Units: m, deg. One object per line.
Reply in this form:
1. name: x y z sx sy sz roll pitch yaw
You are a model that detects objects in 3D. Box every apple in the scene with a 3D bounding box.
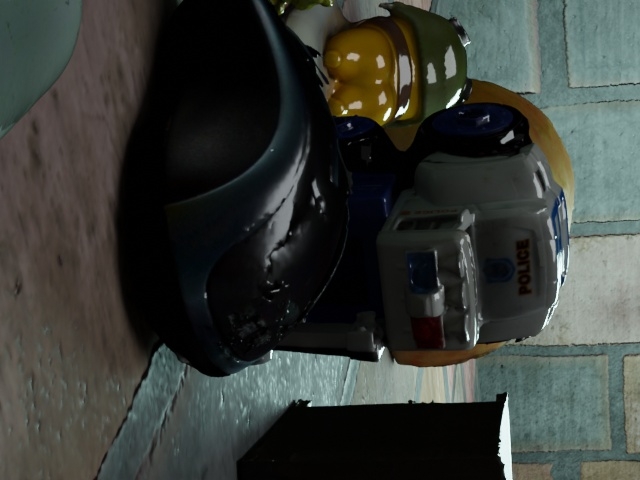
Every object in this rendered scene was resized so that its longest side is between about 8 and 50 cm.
1. apple: 0.166 -0.030 1.509 0.252 0.314 0.309 41 -30 37

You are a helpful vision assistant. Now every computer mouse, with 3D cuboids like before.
1. computer mouse: -0.035 -0.040 0.659 0.137 0.096 0.233 69 22 -57

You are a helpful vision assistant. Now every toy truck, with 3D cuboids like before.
1. toy truck: 0.048 0.010 0.779 0.177 0.213 0.161 -54 139 -66

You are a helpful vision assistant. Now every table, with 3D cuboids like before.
1. table: 0.052 0.211 0.855 0.193 0.169 0.173 -30 117 -79

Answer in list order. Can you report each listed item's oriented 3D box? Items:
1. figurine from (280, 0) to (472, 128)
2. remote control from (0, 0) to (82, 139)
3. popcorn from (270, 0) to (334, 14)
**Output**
1. figurine: 0.056 -0.136 1.042 0.250 0.141 0.167 -53 140 -73
2. remote control: -0.119 -0.061 0.361 0.256 0.045 0.097 -75 159 -66
3. popcorn: -0.022 -0.191 0.829 0.068 0.083 0.059 -47 161 -27
